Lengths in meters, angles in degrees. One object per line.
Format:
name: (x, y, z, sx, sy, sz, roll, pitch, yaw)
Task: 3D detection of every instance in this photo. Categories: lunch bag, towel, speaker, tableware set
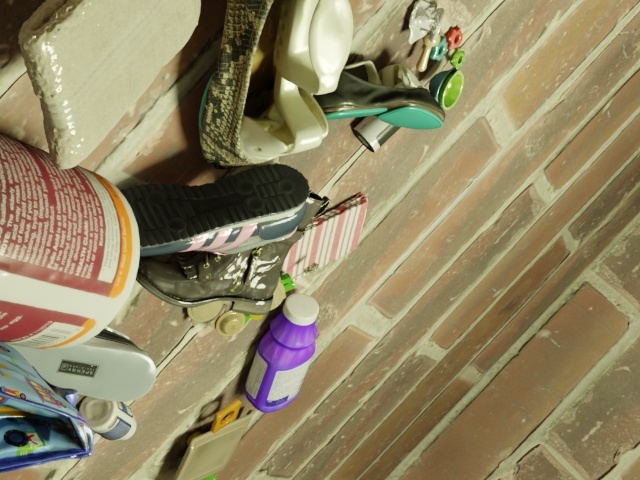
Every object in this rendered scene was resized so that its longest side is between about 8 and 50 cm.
lunch bag: (-0.397, 0.160, 1.143, 0.293, 0.221, 0.138, 13, 99, -43)
towel: (-0.216, -0.230, 1.107, 0.282, 0.049, 0.187, -58, 160, -34)
speaker: (0.120, -0.212, 1.739, 0.136, 0.055, 0.055, -43, 155, -5)
towel: (0.000, 0.000, 1.911, 0.197, 0.029, 0.144, -26, 148, -29)
tableware set: (-0.146, 0.101, 1.794, 0.169, 0.020, 0.141, -40, 131, 0)

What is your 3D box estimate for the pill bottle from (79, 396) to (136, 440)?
pill bottle: (-0.358, 0.303, 1.773, 0.067, 0.067, 0.120, -42, 154, -7)

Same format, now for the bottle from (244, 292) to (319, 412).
bottle: (-0.070, 0.221, 2.053, 0.118, 0.092, 0.283, -25, 148, -38)

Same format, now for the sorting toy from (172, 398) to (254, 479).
sorting toy: (-0.239, 0.438, 2.182, 0.196, 0.047, 0.347, -21, 146, -49)

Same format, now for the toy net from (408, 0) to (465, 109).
toy net: (0.201, -0.318, 1.695, 0.122, 0.045, 0.232, -53, 151, -14)

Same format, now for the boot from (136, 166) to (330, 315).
boot: (-0.137, -0.009, 1.578, 0.263, 0.091, 0.229, 10, 115, -31)

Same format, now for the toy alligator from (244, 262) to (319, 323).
toy alligator: (-0.091, 0.084, 1.862, 0.190, 0.056, 0.051, -38, 112, 2)

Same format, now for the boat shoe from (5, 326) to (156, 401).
boat shoe: (-0.375, 0.139, 1.447, 0.306, 0.105, 0.113, 15, 105, -34)

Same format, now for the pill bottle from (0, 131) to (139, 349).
pill bottle: (-0.384, -0.015, 1.078, 0.224, 0.224, 0.392, -49, 154, 7)

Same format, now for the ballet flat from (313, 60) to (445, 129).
ballet flat: (0.099, -0.230, 1.619, 0.095, 0.096, 0.280, -7, 175, 43)

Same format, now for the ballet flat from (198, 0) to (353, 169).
ballet flat: (-0.050, -0.224, 1.317, 0.164, 0.182, 0.482, -28, 150, -34)

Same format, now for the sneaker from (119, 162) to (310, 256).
sneaker: (-0.172, -0.014, 1.454, 0.319, 0.112, 0.131, -9, 147, -15)
